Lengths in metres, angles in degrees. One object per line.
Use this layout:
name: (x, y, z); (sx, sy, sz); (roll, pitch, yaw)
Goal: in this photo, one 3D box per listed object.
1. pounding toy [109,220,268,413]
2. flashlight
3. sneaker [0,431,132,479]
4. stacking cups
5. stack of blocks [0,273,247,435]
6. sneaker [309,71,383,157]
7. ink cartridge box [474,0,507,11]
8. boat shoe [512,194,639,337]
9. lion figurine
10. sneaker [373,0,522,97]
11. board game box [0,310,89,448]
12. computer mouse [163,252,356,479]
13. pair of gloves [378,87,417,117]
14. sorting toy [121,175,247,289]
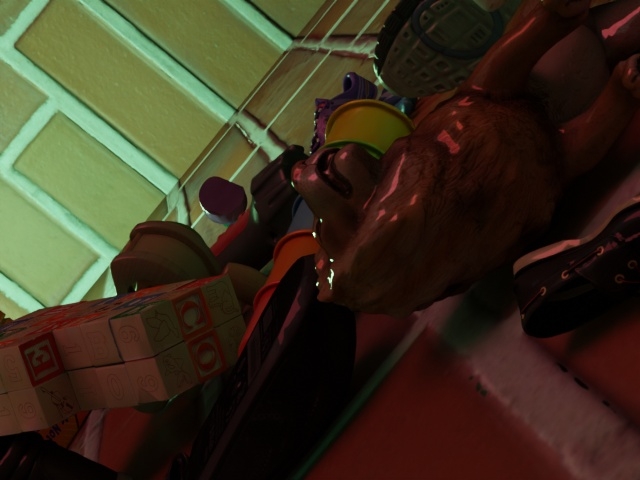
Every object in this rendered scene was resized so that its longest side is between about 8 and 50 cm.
pounding toy: (-0.180, 0.089, 1.481); (0.269, 0.154, 0.155); (-44, 12, 33)
flashlight: (-0.104, 0.005, 1.594); (0.304, 0.103, 0.103); (-45, 9, 36)
sneaker: (-0.326, 0.287, 1.440); (0.296, 0.147, 0.104); (-44, 14, 37)
stacking cups: (0.000, 0.000, 1.196); (0.096, 0.096, 0.316); (-41, 14, 42)
stack of blocks: (-0.235, 0.117, 1.370); (0.297, 0.087, 0.171); (-12, 9, 39)
sneaker: (0.011, -0.132, 1.663); (0.170, 0.071, 0.068); (-57, 12, -28)
ink cartridge box: (0.163, -0.396, 1.065); (0.385, 0.279, 0.160); (-41, -16, -31)
boat shoe: (0.151, 0.011, 0.690); (0.133, 0.049, 0.042); (-32, 48, 41)
lion figurine: (0.148, -0.106, 0.929); (0.392, 0.142, 0.240); (-42, -6, -44)
sneaker: (0.175, -0.249, 1.361); (0.297, 0.111, 0.129); (-42, 0, 12)
board game box: (-0.603, 0.299, 1.967); (0.356, 0.356, 0.356); (-41, 14, 42)
computer mouse: (-0.041, 0.136, 1.010); (0.272, 0.072, 0.188); (-60, 10, 17)
pair of gloves: (0.085, -0.156, 1.568); (0.198, 0.023, 0.159); (-58, 13, -30)
sorting toy: (-0.226, 0.071, 1.963); (0.365, 0.127, 0.126); (-51, -19, -15)
